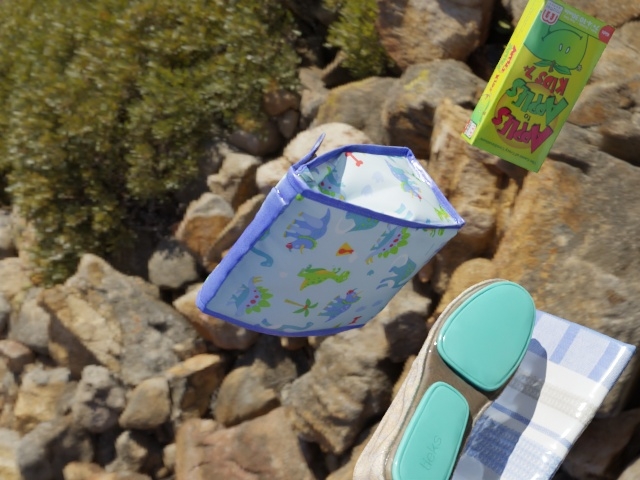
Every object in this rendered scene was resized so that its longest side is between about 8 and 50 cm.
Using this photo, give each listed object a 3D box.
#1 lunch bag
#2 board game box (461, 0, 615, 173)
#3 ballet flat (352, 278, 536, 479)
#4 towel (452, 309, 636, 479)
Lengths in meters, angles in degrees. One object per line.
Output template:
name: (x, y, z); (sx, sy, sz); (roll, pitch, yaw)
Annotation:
lunch bag: (0.000, 0.000, 0.599); (0.129, 0.151, 0.096); (-51, 62, 31)
board game box: (0.246, -0.178, 0.991); (0.043, 0.092, 0.181); (-110, 43, -67)
ballet flat: (0.124, 0.159, 0.923); (0.107, 0.316, 0.106); (45, 142, -2)
towel: (0.195, 0.195, 0.986); (0.285, 0.034, 0.209); (-49, 36, -14)
